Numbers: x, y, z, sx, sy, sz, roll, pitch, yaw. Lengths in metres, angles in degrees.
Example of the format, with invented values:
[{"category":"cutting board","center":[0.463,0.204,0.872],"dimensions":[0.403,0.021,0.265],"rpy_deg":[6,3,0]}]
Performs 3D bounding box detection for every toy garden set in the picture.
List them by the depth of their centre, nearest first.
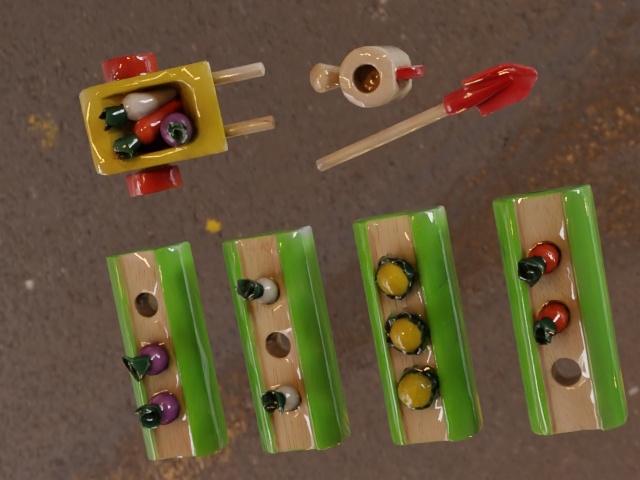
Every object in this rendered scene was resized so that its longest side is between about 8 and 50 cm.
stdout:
[{"category":"toy garden set","center":[0.000,0.000,0.544],"dimensions":[0.244,0.049,0.203],"rpy_deg":[-8,96,22]}]
